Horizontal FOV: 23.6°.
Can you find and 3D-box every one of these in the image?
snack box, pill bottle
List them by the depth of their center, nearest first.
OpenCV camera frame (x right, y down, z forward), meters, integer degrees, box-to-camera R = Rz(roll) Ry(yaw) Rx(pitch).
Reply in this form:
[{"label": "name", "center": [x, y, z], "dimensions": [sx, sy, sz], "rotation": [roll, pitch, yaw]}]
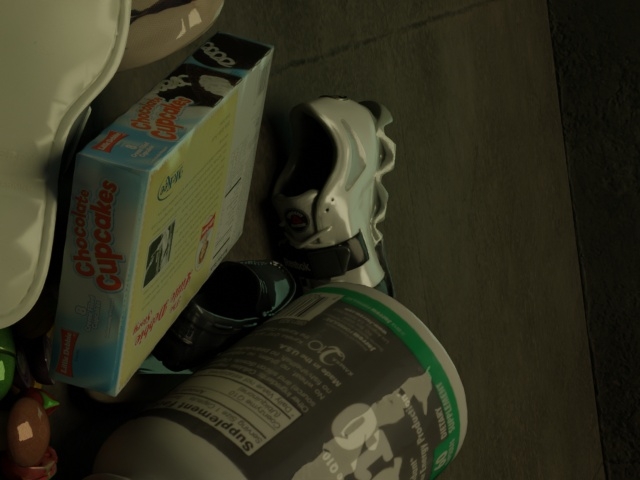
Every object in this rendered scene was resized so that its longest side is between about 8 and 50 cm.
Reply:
[{"label": "snack box", "center": [-0.120, -0.033, 1.222], "dimensions": [0.322, 0.060, 0.187], "rotation": [-57, 161, -63]}, {"label": "pill bottle", "center": [-0.057, 0.200, 1.270], "dimensions": [0.361, 0.204, 0.204], "rotation": [-35, 121, -39]}]

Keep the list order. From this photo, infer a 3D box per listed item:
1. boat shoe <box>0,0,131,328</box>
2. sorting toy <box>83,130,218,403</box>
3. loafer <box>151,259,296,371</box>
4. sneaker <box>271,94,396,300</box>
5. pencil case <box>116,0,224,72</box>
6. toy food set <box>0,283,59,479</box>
[{"label": "boat shoe", "center": [-0.223, -0.094, 1.104], "dimensions": [0.116, 0.099, 0.319], "rotation": [16, 83, -25]}, {"label": "sorting toy", "center": [-0.160, 0.057, 1.372], "dimensions": [0.196, 0.047, 0.347], "rotation": [11, 76, -63]}, {"label": "loafer", "center": [-0.076, 0.055, 1.381], "dimensions": [0.076, 0.078, 0.223], "rotation": [46, 27, 9]}, {"label": "sneaker", "center": [0.000, 0.000, 1.714], "dimensions": [0.146, 0.122, 0.330], "rotation": [5, 82, -50]}, {"label": "pencil case", "center": [-0.209, -0.317, 1.166], "dimensions": [0.183, 0.160, 0.410], "rotation": [-54, 138, -31]}, {"label": "toy food set", "center": [-0.226, 0.121, 1.157], "dimensions": [0.128, 0.071, 0.217], "rotation": [42, 48, -59]}]
